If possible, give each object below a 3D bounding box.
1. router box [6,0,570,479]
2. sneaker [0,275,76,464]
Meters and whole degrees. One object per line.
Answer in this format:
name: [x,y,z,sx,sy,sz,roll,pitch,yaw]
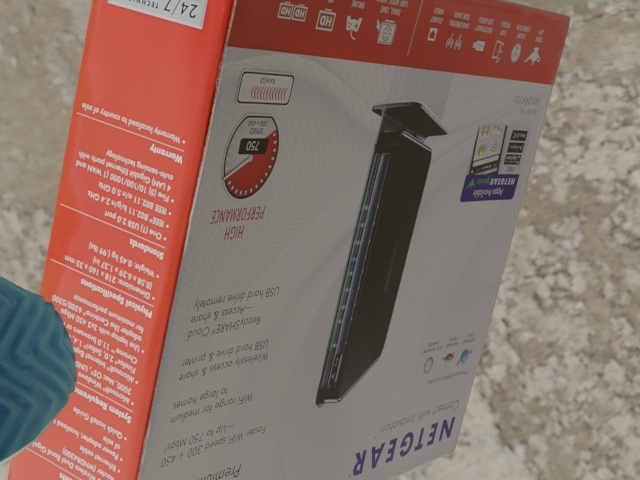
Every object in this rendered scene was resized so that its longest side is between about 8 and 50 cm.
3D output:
router box: [0.000,0.000,0.666,0.082,0.335,0.301,21,105,31]
sneaker: [-0.193,0.062,0.397,0.229,0.092,0.087,-15,80,-7]
